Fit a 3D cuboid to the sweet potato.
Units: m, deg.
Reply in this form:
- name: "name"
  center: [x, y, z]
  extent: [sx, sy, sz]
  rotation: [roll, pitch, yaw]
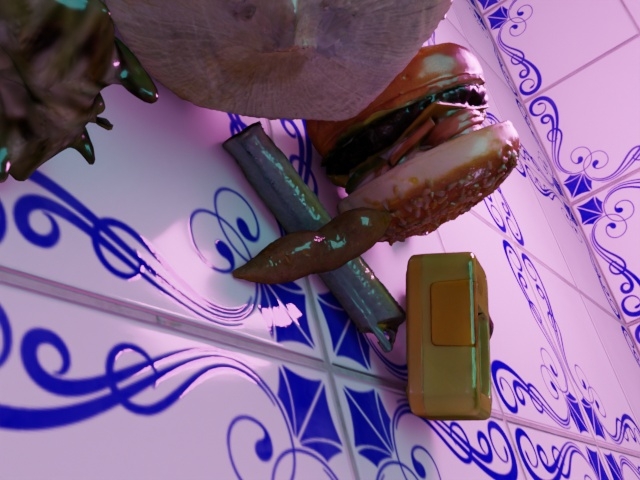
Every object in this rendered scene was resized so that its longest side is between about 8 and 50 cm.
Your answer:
- name: "sweet potato"
  center: [-0.006, 0.011, 0.860]
  extent: [0.218, 0.065, 0.051]
  rotation: [-23, 47, -34]

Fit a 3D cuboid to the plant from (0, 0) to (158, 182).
- name: "plant"
  center: [-0.246, -0.208, 0.584]
  extent: [0.251, 0.180, 0.333]
  rotation: [49, 21, -46]

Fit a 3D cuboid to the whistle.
- name: "whistle"
  center: [-0.001, 0.001, 0.935]
  extent: [0.326, 0.057, 0.068]
  rotation: [54, 28, -13]

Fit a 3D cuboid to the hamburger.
- name: "hamburger"
  center: [0.128, -0.123, 1.075]
  extent: [0.291, 0.291, 0.225]
  rotation: [-14, 78, -64]

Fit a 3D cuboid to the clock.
- name: "clock"
  center: [0.163, 0.124, 0.987]
  extent: [0.143, 0.096, 0.202]
  rotation: [37, 52, -62]

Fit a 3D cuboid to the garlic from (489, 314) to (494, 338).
- name: "garlic"
  center: [0.198, 0.102, 1.146]
  extent: [0.159, 0.102, 0.147]
  rotation: [34, 34, -44]

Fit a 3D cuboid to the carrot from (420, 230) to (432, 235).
- name: "carrot"
  center: [0.175, -0.084, 1.362]
  extent: [0.069, 0.069, 0.336]
  rotation: [52, 20, -16]

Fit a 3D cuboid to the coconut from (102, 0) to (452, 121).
- name: "coconut"
  center: [-0.046, -0.306, 0.805]
  extent: [0.404, 0.404, 0.404]
  rotation: [43, 30, -32]
